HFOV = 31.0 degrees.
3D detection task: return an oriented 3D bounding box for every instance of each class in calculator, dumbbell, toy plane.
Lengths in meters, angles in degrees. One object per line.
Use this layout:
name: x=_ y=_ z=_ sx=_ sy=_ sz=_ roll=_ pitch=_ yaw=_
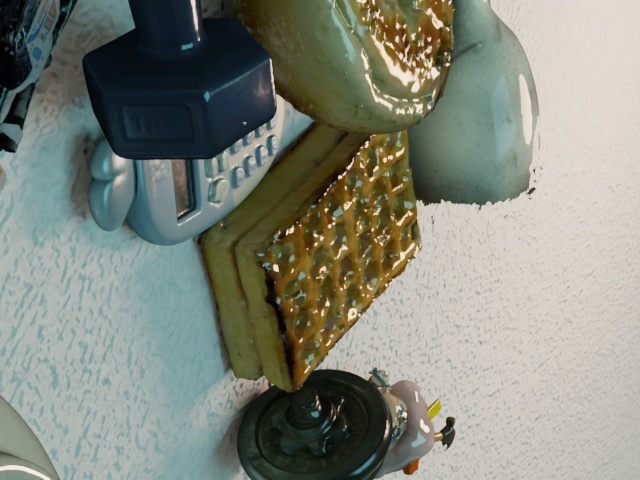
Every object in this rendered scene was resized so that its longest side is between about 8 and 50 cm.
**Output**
calculator: x=-0.122 y=-0.099 z=1.102 sx=0.303 sy=0.042 sz=0.188 roll=-34 pitch=130 yaw=-49
dumbbell: x=0.020 y=0.319 z=1.369 sx=0.179 sy=0.179 sz=0.406 roll=-51 pitch=142 yaw=-36
toy plane: x=-0.236 y=-0.137 z=0.892 sx=0.078 sy=0.053 sz=0.197 roll=40 pitch=63 yaw=-66
dumbbell: x=-0.124 y=-0.221 z=0.865 sx=0.144 sy=0.160 sz=0.324 roll=-19 pitch=126 yaw=-16

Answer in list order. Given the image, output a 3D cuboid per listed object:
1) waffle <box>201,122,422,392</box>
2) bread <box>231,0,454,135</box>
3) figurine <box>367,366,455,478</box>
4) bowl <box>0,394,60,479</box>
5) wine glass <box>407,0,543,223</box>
waffle: x=-0.001 y=0.000 z=1.294 sx=0.308 sy=0.091 sz=0.212 roll=-47 pitch=138 yaw=-41
bread: x=0.022 y=-0.242 z=1.139 sx=0.305 sy=0.159 sz=0.305 roll=23 pitch=62 yaw=-56
figurine: x=0.080 y=0.240 z=1.510 sx=0.229 sy=0.112 sz=0.137 roll=36 pitch=62 yaw=-43
bowl: x=-0.267 y=0.231 z=0.713 sx=0.435 sy=0.196 sz=0.434 roll=36 pitch=49 yaw=-55
wine glass: x=0.178 y=-0.214 z=1.410 sx=0.190 sy=0.190 sz=0.357 roll=-35 pitch=127 yaw=-48
